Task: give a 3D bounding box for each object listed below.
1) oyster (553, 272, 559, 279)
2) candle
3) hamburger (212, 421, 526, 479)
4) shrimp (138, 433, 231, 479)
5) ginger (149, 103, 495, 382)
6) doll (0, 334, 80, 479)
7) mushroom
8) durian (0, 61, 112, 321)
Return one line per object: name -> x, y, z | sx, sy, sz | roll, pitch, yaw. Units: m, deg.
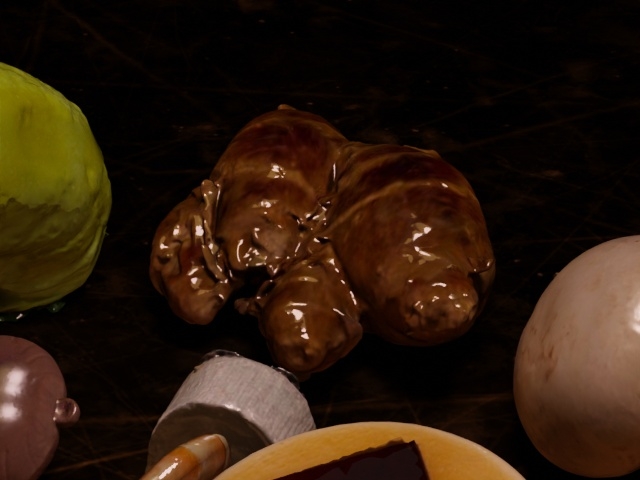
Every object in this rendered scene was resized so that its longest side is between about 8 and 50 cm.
oyster -> 0.350, 0.099, 1.378 | 0.345, 0.078, 0.129 | 20, 14, 29
candle -> -0.055, 0.181, 1.139 | 0.192, 0.168, 0.068 | 49, 35, -11
hamburger -> 0.030, 0.252, 0.952 | 0.302, 0.170, 0.302 | -8, 42, 7
shrimp -> -0.148, 0.248, 1.021 | 0.058, 0.169, 0.296 | 34, 82, 17
ginger -> 0.010, 0.001, 1.423 | 0.357, 0.152, 0.274 | 23, 37, 32
doll -> -0.276, 0.137, 1.230 | 0.188, 0.096, 0.145 | 11, 56, 30
mushroom -> 0.260, 0.094, 1.251 | 0.209, 0.206, 0.206 | 7, 32, 7
durian -> -0.305, -0.040, 1.384 | 0.204, 0.339, 0.256 | 35, 65, 13
